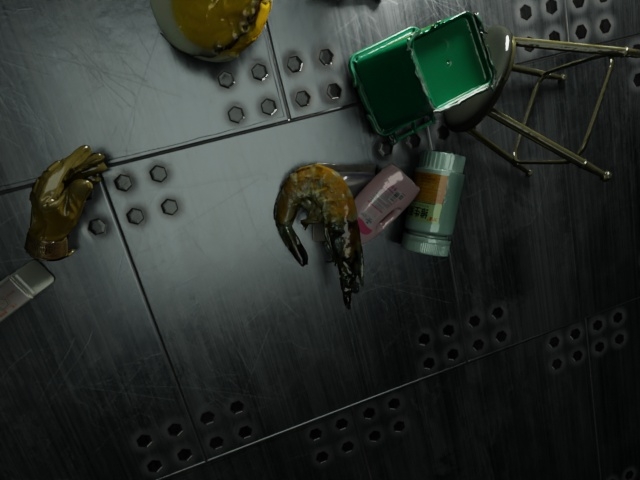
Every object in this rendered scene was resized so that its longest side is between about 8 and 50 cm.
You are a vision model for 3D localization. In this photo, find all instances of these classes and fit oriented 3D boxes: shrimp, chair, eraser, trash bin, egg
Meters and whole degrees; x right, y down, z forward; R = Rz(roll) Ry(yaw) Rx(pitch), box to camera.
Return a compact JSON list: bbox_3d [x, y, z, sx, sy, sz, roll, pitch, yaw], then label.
[{"bbox_3d":[0.000,0.000,1.287,0.271,0.085,0.446,-16,95,25],"label":"shrimp"},{"bbox_3d":[0.623,-0.417,1.288,0.409,0.362,0.366,16,97,-12],"label":"chair"},{"bbox_3d":[-0.905,0.192,1.179,0.351,0.061,0.089,-37,108,-4],"label":"eraser"},{"bbox_3d":[0.268,-0.430,1.175,0.258,0.381,0.296,-28,107,-6],"label":"trash bin"},{"bbox_3d":[-0.258,-0.627,1.100,0.336,0.201,0.338,3,104,11],"label":"egg"}]

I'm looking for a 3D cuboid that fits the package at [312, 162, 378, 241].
[{"bbox_3d":[0.075,-0.122,1.365,0.203,0.062,0.251,-2,114,-14],"label":"package"}]

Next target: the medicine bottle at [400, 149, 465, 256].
[{"bbox_3d":[0.361,-0.120,1.378,0.157,0.158,0.319,8,99,-15],"label":"medicine bottle"}]

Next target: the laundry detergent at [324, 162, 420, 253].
[{"bbox_3d":[0.148,-0.074,1.330,0.159,0.088,0.335,34,106,-31],"label":"laundry detergent"}]

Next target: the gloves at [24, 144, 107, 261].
[{"bbox_3d":[-0.680,-0.104,1.130,0.141,0.154,0.332,23,102,-19],"label":"gloves"}]
